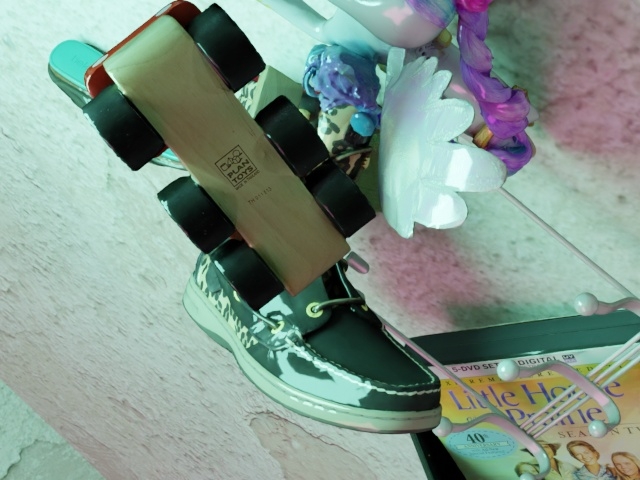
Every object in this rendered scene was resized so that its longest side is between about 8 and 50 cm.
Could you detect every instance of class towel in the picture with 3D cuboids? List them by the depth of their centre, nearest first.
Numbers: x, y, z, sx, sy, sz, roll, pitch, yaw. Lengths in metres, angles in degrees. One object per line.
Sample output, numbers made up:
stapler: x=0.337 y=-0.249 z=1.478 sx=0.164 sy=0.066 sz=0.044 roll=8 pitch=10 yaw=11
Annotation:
towel: x=0.040 y=-0.083 z=1.039 sx=0.148 sy=0.027 sz=0.110 roll=18 pitch=141 yaw=32

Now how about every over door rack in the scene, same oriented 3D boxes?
over door rack: x=0.171 y=0.079 z=0.922 sx=0.324 sy=0.108 sz=0.239 roll=45 pitch=126 yaw=8

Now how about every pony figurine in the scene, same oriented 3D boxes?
pony figurine: x=0.071 y=-0.183 z=0.707 sx=0.363 sy=0.303 sz=0.351 roll=39 pitch=180 yaw=-6

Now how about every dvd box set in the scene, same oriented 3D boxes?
dvd box set: x=0.316 y=0.265 z=1.103 sx=0.308 sy=0.062 sz=0.420 roll=-12 pitch=123 yaw=35

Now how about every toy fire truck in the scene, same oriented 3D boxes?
toy fire truck: x=-0.072 y=-0.095 z=0.736 sx=0.217 sy=0.158 sz=0.246 roll=51 pitch=177 yaw=-25

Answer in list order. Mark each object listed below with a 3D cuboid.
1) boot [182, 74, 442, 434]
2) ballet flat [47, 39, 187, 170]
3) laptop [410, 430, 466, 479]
boot: x=0.000 y=0.000 z=0.917 sx=0.377 sy=0.138 sz=0.284 roll=30 pitch=111 yaw=51
ballet flat: x=-0.230 y=-0.160 z=1.165 sx=0.280 sy=0.095 sz=0.096 roll=38 pitch=159 yaw=21
laptop: x=0.132 y=0.443 z=1.225 sx=0.408 sy=0.236 sz=0.382 roll=55 pitch=-174 yaw=-22
